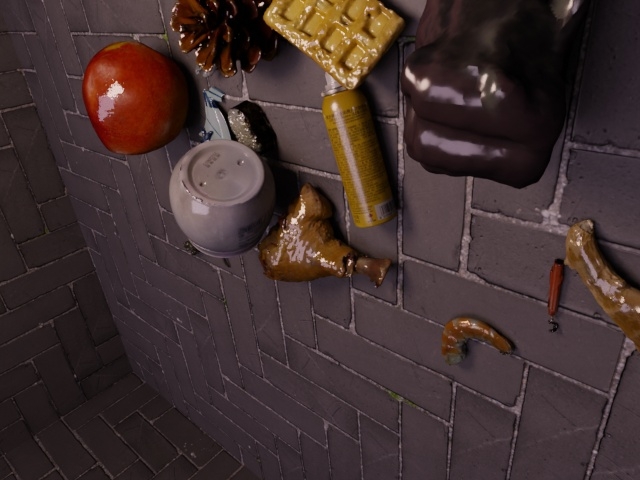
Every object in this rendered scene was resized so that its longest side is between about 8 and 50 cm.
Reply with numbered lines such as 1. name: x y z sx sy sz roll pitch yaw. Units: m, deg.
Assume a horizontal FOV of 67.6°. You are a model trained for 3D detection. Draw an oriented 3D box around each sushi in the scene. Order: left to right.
1. sushi: -0.189 -0.303 1.304 0.090 0.078 0.150 -21 105 50

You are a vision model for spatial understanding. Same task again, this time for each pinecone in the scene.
1. pinecone: -0.214 -0.488 1.081 0.264 0.264 0.264 25 131 33

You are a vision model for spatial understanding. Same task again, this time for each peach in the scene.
1. peach: -0.551 -0.411 1.430 0.308 0.308 0.332 34 104 27

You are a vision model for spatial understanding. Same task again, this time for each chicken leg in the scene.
1. chicken leg: 0.000 0.000 1.262 0.409 0.182 0.295 15 108 35

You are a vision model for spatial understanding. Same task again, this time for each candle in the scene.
1. candle: 0.463 0.111 0.947 0.026 0.021 0.167 -135 31 -57

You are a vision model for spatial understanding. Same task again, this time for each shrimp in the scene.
1. shrimp: 0.367 0.252 1.126 0.166 0.049 0.161 17 125 29

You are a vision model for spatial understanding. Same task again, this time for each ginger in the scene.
1. ginger: 0.531 0.092 0.820 0.294 0.086 0.131 53 163 13

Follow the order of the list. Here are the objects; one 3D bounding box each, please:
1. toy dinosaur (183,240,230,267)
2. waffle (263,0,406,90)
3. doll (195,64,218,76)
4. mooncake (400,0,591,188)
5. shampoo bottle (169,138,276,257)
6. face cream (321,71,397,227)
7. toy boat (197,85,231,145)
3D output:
1. toy dinosaur: -0.427 0.028 1.819 0.179 0.087 0.187 29 165 -22
2. waffle: 0.025 -0.438 0.959 0.274 0.057 0.168 44 109 15
3. doll: -0.290 -0.506 1.288 0.195 0.070 0.096 -25 80 44
4. mooncake: 0.242 -0.262 0.664 0.212 0.381 0.350 12 165 24
5. shampoo bottle: -0.257 -0.107 1.272 0.273 0.273 0.266 45 152 15
6. face cream: 0.080 -0.207 1.070 0.105 0.105 0.348 1 115 46
7. toy boat: -0.329 -0.307 1.464 0.210 0.070 0.291 -4 108 42
